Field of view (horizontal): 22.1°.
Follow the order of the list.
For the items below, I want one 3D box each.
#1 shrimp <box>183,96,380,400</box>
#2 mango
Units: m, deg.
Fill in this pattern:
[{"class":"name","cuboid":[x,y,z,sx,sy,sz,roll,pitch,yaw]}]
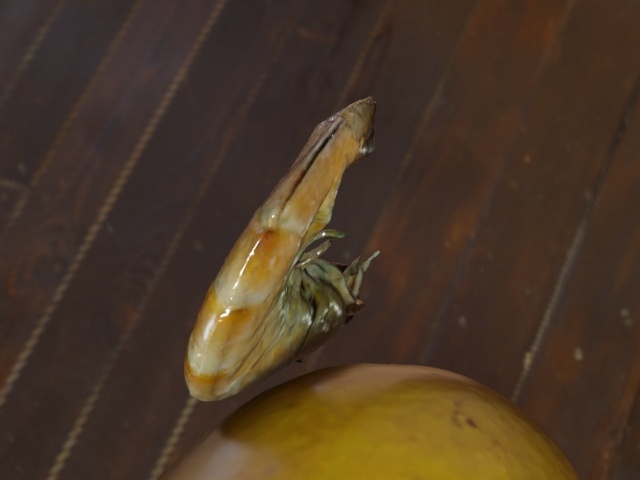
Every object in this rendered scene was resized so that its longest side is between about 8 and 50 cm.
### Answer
[{"class":"shrimp","cuboid":[0.000,0.000,0.887,0.058,0.296,0.169,32,100,9]},{"class":"mango","cuboid":[-0.028,0.239,0.772,0.232,0.300,0.446,28,43,22]}]
